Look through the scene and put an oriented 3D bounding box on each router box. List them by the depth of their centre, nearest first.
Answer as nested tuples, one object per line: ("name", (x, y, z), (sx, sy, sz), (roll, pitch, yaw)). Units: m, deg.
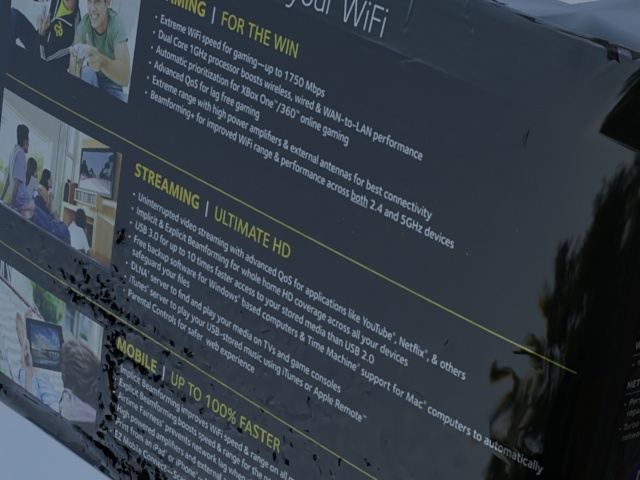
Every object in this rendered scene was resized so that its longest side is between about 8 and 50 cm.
("router box", (0.000, 0.000, 0.385), (0.046, 0.179, 0.133), (-12, -60, -42))
